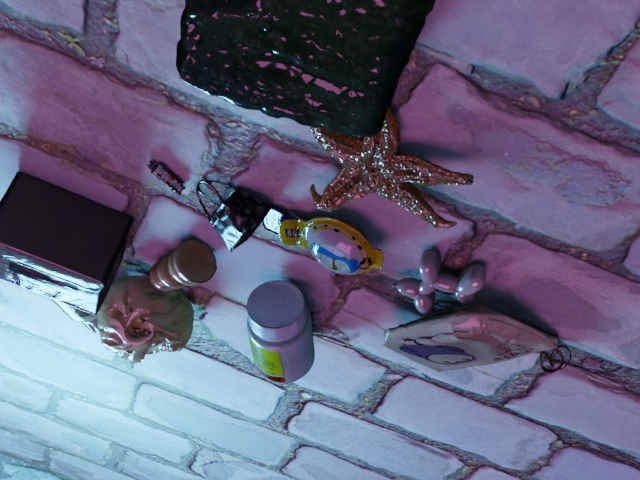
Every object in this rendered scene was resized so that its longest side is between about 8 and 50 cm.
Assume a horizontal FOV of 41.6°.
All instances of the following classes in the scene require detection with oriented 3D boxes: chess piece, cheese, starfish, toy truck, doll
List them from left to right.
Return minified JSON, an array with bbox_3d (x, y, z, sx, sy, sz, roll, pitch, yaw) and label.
[{"bbox_3d":[-0.289,-0.118,1.577,0.083,0.024,0.032,44,166,-35],"label":"toy truck"},{"bbox_3d":[-0.299,0.066,1.770,0.094,0.094,0.170,36,144,-22],"label":"chess piece"},{"bbox_3d":[0.000,0.000,1.575,0.250,0.064,0.157,21,144,17],"label":"cheese"},{"bbox_3d":[0.106,-0.127,1.366,0.302,0.060,0.299,25,138,0],"label":"starfish"},{"bbox_3d":[0.221,0.085,1.594,0.161,0.059,0.160,15,143,3],"label":"doll"}]

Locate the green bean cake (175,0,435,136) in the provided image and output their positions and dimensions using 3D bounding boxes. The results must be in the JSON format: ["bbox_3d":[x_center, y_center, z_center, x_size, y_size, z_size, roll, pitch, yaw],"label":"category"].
[{"bbox_3d":[-0.017,-0.310,1.092,0.300,0.169,0.308,18,143,-3],"label":"green bean cake"}]

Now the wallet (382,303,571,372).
[{"bbox_3d":[0.292,0.208,1.691,0.335,0.068,0.274,-18,143,42],"label":"wallet"}]

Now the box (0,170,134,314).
[{"bbox_3d":[-0.532,0.010,1.717,0.252,0.188,0.153,20,142,-6],"label":"box"}]

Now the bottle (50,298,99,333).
[{"bbox_3d":[-0.546,0.117,1.913,0.120,0.120,0.253,-3,138,26],"label":"bottle"}]

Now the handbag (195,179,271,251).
[{"bbox_3d":[-0.179,-0.059,1.574,0.139,0.072,0.115,40,145,-3],"label":"handbag"}]

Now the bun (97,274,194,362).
[{"bbox_3d":[-0.392,0.187,1.887,0.210,0.116,0.237,-41,123,16],"label":"bun"}]

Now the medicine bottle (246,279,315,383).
[{"bbox_3d":[-0.085,0.198,1.803,0.139,0.139,0.225,10,143,11],"label":"medicine bottle"}]
